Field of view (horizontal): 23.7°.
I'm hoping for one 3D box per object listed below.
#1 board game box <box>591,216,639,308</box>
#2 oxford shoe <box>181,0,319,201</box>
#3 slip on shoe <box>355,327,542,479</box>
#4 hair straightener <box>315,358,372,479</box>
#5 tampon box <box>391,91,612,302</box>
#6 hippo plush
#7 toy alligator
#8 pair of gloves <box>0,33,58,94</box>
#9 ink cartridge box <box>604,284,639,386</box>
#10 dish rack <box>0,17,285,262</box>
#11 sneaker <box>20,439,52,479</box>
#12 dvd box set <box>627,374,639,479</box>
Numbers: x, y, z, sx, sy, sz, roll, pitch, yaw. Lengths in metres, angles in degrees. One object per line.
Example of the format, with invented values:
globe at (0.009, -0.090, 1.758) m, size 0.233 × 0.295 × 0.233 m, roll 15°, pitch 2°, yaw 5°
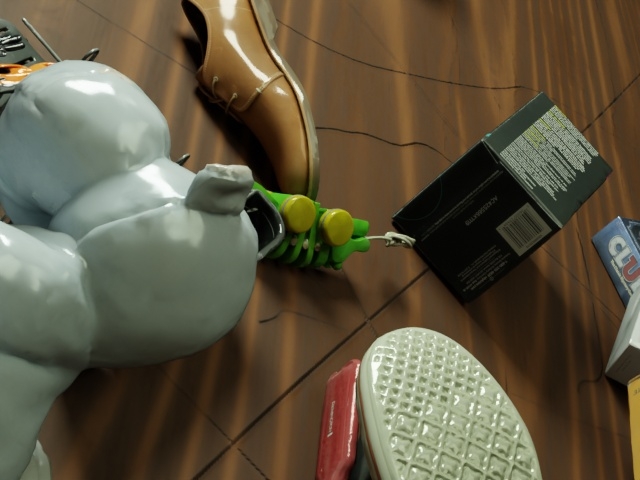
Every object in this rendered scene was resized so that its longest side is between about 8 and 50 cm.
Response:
board game box at (0.382, 0.094, 1.531) m, size 0.165 × 0.042 × 0.243 m, roll 8°, pitch 50°, yaw -45°
oxford shoe at (-0.058, -0.117, 1.236) m, size 0.076 × 0.076 × 0.212 m, roll -13°, pitch 64°, yaw -22°
slip on shoe at (0.097, 0.216, 1.002) m, size 0.123 × 0.101 × 0.331 m, roll -12°, pitch 71°, yaw -31°
hair straightener at (0.039, 0.188, 1.032) m, size 0.089 × 0.047 × 0.230 m, roll 32°, pitch 36°, yaw -23°
tampon box at (0.163, -0.040, 1.344) m, size 0.101 × 0.120 × 0.161 m, roll 49°, pitch 33°, yaw 3°
hippo plush at (-0.147, 0.009, 0.751) m, size 0.236 × 0.234 × 0.294 m, roll -29°, pitch 66°, yaw -17°
toy alligator at (0.000, 0.000, 1.185) m, size 0.189 × 0.056 × 0.051 m, roll 19°, pitch 85°, yaw -39°
pair of gloves at (-0.211, -0.115, 0.984) m, size 0.074 × 0.010 × 0.083 m, roll -15°, pitch 39°, yaw -42°
ink cartridge box at (0.365, 0.113, 1.405) m, size 0.181 × 0.061 × 0.104 m, roll 27°, pitch 52°, yaw 1°
dish rack at (-0.171, -0.052, 1.015) m, size 0.271 × 0.074 × 0.208 m, roll 48°, pitch 31°, yaw 2°
sneaker at (-0.187, 0.116, 0.853) m, size 0.061 × 0.054 × 0.152 m, roll 2°, pitch 50°, yaw -29°
dvd box set at (0.384, 0.331, 1.224) m, size 0.307 × 0.062 × 0.420 m, roll 28°, pitch 44°, yaw -25°
